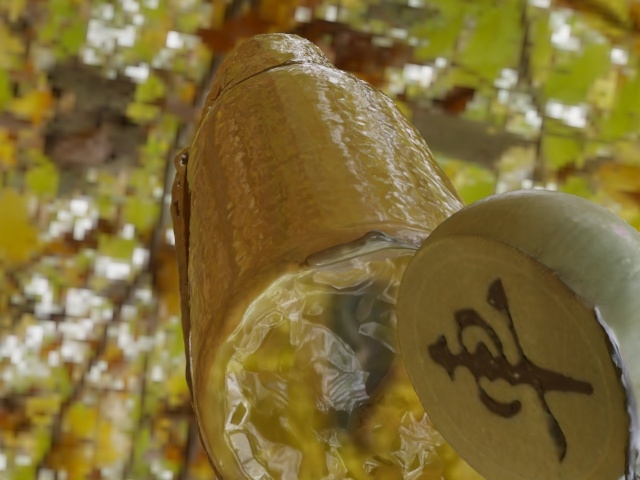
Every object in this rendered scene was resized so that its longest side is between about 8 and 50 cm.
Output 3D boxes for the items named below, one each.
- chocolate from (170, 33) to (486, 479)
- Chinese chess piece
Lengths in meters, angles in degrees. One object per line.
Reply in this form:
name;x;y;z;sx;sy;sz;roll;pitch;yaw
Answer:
chocolate;0.000;0.000;1.025;0.445;0.162;0.162;-109;-148;-68
Chinese chess piece;0.056;0.028;0.500;0.084;0.034;0.084;29;-46;35
